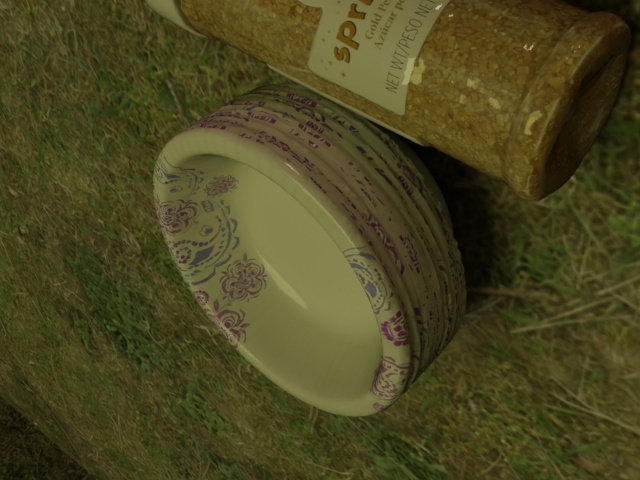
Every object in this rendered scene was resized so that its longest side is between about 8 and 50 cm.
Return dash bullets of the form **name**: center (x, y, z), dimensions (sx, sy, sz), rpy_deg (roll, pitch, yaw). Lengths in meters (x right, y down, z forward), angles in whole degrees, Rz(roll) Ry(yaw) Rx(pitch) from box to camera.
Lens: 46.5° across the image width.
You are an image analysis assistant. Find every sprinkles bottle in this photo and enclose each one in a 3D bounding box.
- **sprinkles bottle**: center (0.025, -0.156, 0.524), dimensions (0.355, 0.121, 0.121), rpy_deg (32, 139, 27)

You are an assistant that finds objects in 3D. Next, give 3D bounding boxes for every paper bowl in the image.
- **paper bowl**: center (0.000, 0.000, 0.649), dimensions (0.284, 0.148, 0.284), rpy_deg (32, 143, 29)
